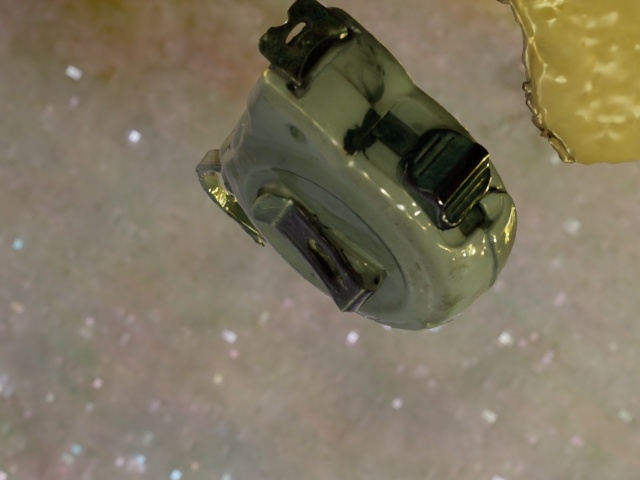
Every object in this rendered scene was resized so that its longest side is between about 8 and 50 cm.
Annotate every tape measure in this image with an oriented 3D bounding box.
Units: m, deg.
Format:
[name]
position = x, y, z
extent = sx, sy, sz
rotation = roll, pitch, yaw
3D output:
[tape measure]
position = -0.001, 0.000, 1.012
extent = 0.164, 0.084, 0.330
rotation = 45, 158, 6

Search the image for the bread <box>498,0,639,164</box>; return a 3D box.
[bread]
position = 0.167, -0.133, 0.776
extent = 0.178, 0.240, 0.135
rotation = -27, -149, -20
